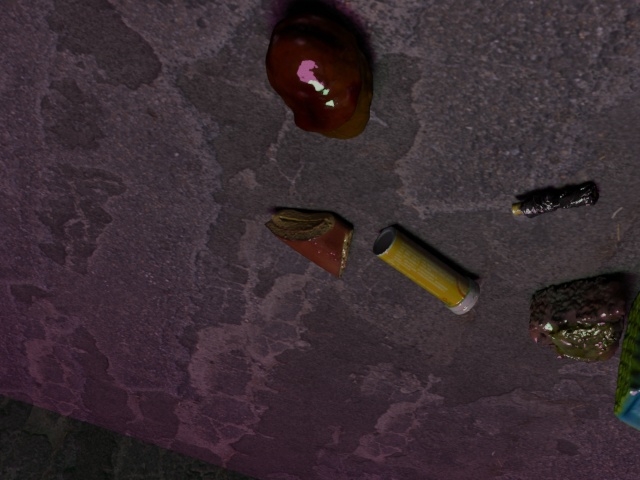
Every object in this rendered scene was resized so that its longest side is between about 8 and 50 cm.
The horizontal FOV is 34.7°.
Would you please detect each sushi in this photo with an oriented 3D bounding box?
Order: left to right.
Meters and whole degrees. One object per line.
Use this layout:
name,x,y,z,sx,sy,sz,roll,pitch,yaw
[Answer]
sushi,0.499,0.155,1.886,0.161,0.107,0.241,30,148,-29

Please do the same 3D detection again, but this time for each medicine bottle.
medicine bottle,0.196,0.056,1.905,0.218,0.074,0.074,34,147,-25

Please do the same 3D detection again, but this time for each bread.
bread,0.000,0.001,1.914,0.192,0.067,0.119,32,148,-25

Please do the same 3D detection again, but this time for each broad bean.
broad bean,-0.003,-0.226,1.474,0.156,0.122,0.228,5,146,16

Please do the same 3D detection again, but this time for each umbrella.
umbrella,0.374,-0.062,1.642,0.144,0.037,0.040,-11,154,36

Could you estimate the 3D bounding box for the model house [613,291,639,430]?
model house,0.629,0.195,1.754,0.215,0.237,0.303,27,151,-13
